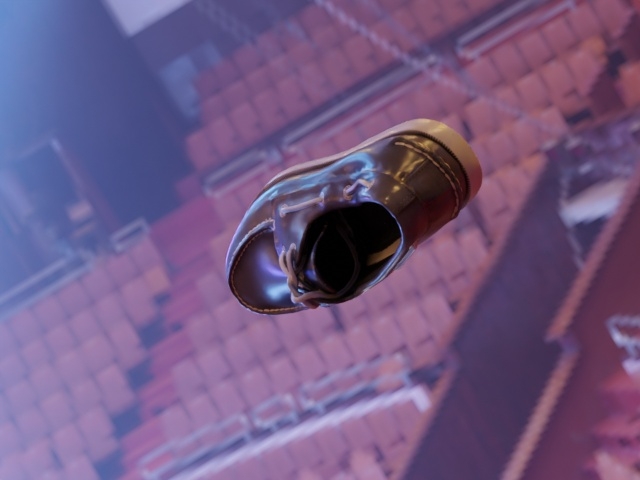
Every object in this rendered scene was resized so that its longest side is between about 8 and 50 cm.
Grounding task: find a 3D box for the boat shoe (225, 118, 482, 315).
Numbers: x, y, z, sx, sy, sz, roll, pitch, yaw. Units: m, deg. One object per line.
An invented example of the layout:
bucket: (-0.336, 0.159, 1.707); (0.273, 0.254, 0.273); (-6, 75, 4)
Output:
boat shoe: (0.000, 0.000, 0.948); (0.206, 0.075, 0.065); (-31, 13, 50)
